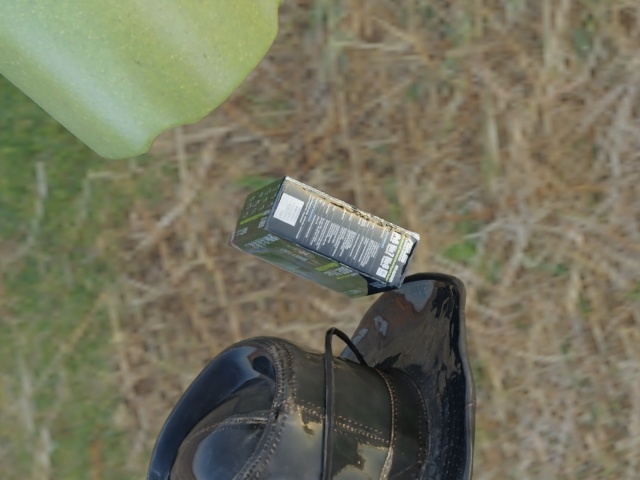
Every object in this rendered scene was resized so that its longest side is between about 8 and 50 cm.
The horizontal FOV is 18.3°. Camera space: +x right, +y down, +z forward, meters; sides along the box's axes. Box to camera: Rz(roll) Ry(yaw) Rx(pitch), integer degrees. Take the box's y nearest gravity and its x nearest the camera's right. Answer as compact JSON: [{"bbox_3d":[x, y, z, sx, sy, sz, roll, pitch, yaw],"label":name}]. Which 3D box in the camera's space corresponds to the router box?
[{"bbox_3d":[0.000,0.000,1.241,0.092,0.122,0.038,23,81,-10],"label":"router box"}]

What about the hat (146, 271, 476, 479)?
[{"bbox_3d":[-0.032,0.152,1.226,0.331,0.134,0.331,-56,23,38],"label":"hat"}]

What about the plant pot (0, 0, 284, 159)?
[{"bbox_3d":[-0.168,-0.204,1.389,0.276,0.276,0.254,-19,123,36],"label":"plant pot"}]
